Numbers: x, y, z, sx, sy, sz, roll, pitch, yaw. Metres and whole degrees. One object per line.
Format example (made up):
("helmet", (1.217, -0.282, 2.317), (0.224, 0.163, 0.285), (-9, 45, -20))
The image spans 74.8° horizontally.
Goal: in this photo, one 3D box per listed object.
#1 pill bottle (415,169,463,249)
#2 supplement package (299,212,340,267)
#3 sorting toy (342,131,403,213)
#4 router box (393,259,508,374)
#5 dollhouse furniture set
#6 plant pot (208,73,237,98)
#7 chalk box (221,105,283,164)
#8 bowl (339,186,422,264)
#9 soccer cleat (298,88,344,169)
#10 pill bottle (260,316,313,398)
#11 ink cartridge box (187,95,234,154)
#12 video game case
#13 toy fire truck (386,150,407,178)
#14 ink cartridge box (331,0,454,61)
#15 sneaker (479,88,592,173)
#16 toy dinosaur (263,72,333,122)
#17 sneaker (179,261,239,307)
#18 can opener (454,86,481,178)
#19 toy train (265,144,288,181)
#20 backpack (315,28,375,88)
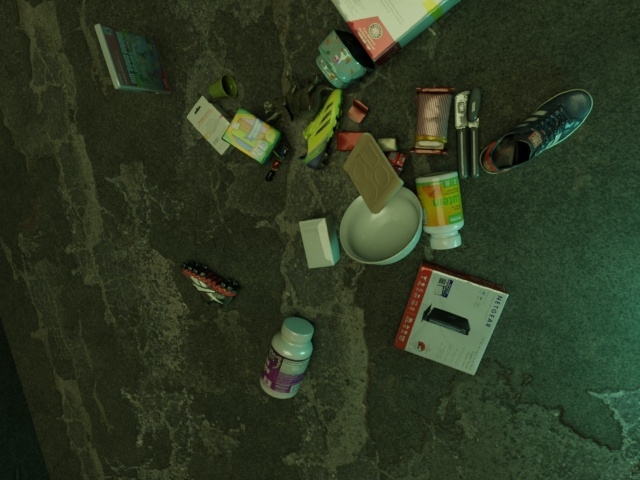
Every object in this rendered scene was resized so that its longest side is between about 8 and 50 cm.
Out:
("pill bottle", (0.400, -0.101, 1.391), (0.136, 0.136, 0.245), (-8, 102, 19))
("supplement package", (0.000, 0.000, 1.556), (0.105, 0.105, 0.179), (-8, 101, 18))
("sorting toy", (0.169, -0.215, 1.354), (0.208, 0.038, 0.193), (58, 149, 15))
("router box", (0.457, 0.273, 1.501), (0.301, 0.082, 0.335), (18, 108, 12))
("dollhouse furniture set", (0.233, -0.384, 1.358), (0.374, 0.152, 0.201), (4, 105, 16))
("plant pot", (-0.365, -0.558, 1.539), (0.079, 0.083, 0.083), (-5, 103, 30))
("chalk box", (-0.215, -0.350, 1.474), (0.213, 0.132, 0.132), (31, 96, -7))
("bowl", (0.225, -0.033, 1.433), (0.298, 0.134, 0.297), (-17, 55, 26))
("soccer cleat", (-0.001, -0.384, 1.445), (0.121, 0.093, 0.289), (23, 119, 7))
("pill bottle", (-0.129, 0.466, 1.683), (0.169, 0.169, 0.301), (22, 109, 10))
("ink cartridge box", (-0.394, -0.434, 1.581), (0.198, 0.067, 0.115), (47, 111, -1))
("video game case", (-0.653, -0.631, 1.489), (0.025, 0.285, 0.204), (-11, 101, 19))
("toy fire truck", (0.207, -0.240, 1.390), (0.135, 0.192, 0.047), (23, 72, 10))
("ink cartridge box", (0.246, -0.766, 1.249), (0.385, 0.160, 0.279), (-34, 93, 22))
("sneaker", (0.649, -0.315, 1.253), (0.350, 0.148, 0.131), (-39, 91, 22))
("toy dinosaur", (-0.050, -0.474, 1.417), (0.314, 0.121, 0.160), (15, 107, 39))
("sneaker", (-0.480, 0.190, 1.754), (0.276, 0.097, 0.135), (27, 108, 7))
("can opener", (0.468, -0.336, 1.332), (0.074, 0.093, 0.280), (-2, 103, 13))
("toy train", (-0.164, -0.287, 1.566), (0.027, 0.036, 0.158), (35, 111, 5))
("backpack", (0.071, -0.578, 1.337), (0.144, 0.188, 0.165), (-33, 94, 22))
